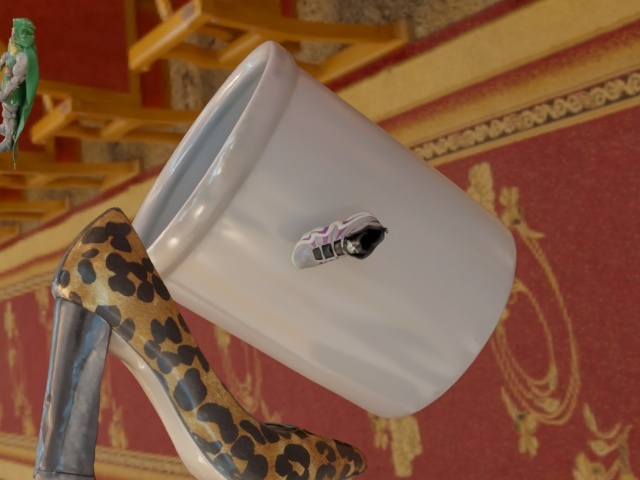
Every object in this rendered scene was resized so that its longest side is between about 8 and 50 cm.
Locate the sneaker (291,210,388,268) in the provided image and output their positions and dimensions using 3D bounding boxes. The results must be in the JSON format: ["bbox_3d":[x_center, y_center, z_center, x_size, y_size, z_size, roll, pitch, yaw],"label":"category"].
[{"bbox_3d":[0.021,0.005,0.924,0.038,0.098,0.069,63,172,-22],"label":"sneaker"}]

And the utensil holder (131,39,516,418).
[{"bbox_3d":[0.000,0.000,1.154,0.328,0.385,0.328,-49,18,22],"label":"utensil holder"}]

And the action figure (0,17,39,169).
[{"bbox_3d":[-0.467,-0.240,1.422,0.232,0.063,0.137,-64,38,38],"label":"action figure"}]

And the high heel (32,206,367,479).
[{"bbox_3d":[-0.066,0.085,0.668,0.093,0.261,0.186,-15,66,55],"label":"high heel"}]
